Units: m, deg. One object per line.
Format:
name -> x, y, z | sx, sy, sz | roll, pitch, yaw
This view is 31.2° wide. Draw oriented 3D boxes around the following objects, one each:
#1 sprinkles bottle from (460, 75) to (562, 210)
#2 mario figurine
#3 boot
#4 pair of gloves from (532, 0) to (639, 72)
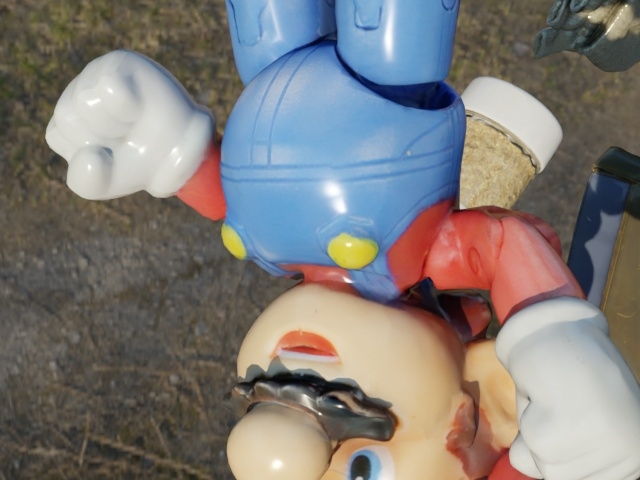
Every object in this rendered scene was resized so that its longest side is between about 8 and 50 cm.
sprinkles bottle -> 0.120, -0.005, 1.237 | 0.121, 0.121, 0.355 | 33, 81, 14
mario figurine -> 0.000, 0.000, 0.410 | 0.170, 0.320, 0.198 | -11, 11, -14
boot -> 0.186, 0.047, 0.624 | 0.106, 0.219, 0.082 | 30, 46, 29
pair of gloves -> 0.259, -0.225, 0.795 | 0.204, 0.240, 0.042 | -17, 54, -43
